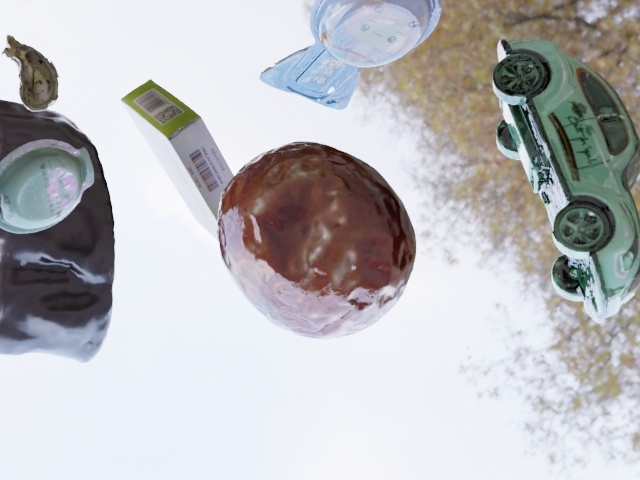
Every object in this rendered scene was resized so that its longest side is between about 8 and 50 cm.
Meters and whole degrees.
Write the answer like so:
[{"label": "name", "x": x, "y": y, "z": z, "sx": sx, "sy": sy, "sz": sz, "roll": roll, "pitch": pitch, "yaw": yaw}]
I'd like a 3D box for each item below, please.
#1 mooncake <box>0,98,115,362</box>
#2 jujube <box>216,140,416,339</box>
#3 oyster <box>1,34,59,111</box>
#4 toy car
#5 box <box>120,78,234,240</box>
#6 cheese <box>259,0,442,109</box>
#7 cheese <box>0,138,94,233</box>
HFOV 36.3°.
[{"label": "mooncake", "x": -0.435, "y": -0.014, "z": 1.366, "sx": 0.212, "sy": 0.381, "sz": 0.351, "roll": 6, "pitch": -94, "yaw": -35}, {"label": "jujube", "x": 0.000, "y": 0.000, "z": 0.941, "sx": 0.190, "sy": 0.190, "sz": 0.255, "roll": 33, "pitch": -174, "yaw": 4}, {"label": "oyster", "x": -0.320, "y": -0.172, "z": 1.050, "sx": 0.080, "sy": 0.038, "sz": 0.083, "roll": 38, "pitch": -141, "yaw": -22}, {"label": "toy car", "x": 0.262, "y": -0.072, "z": 0.985, "sx": 0.125, "sy": 0.136, "sz": 0.306, "roll": -19, "pitch": -117, "yaw": 4}, {"label": "box", "x": -0.185, "y": -0.102, "z": 1.469, "sx": 0.062, "sy": 0.260, "sz": 0.175, "roll": -37, "pitch": -139, "yaw": -13}, {"label": "cheese", "x": 0.039, "y": -0.222, "z": 1.063, "sx": 0.135, "sy": 0.244, "sz": 0.052, "roll": 18, "pitch": -125, "yaw": -27}, {"label": "cheese", "x": -0.203, "y": -0.030, "z": 0.648, "sx": 0.120, "sy": 0.067, "sz": 0.026, "roll": -26, "pitch": -140, "yaw": -32}]
